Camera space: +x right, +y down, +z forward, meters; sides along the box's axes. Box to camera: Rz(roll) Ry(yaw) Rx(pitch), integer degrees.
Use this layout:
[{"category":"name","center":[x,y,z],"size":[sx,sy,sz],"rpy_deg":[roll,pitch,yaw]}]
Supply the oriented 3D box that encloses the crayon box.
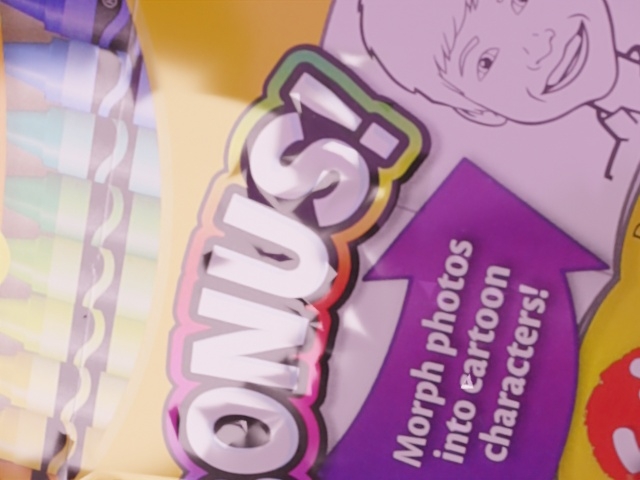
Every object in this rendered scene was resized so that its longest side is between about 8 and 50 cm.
[{"category":"crayon box","center":[0.000,0.000,0.587],"size":[0.313,0.106,0.363],"rpy_deg":[13,115,4]}]
